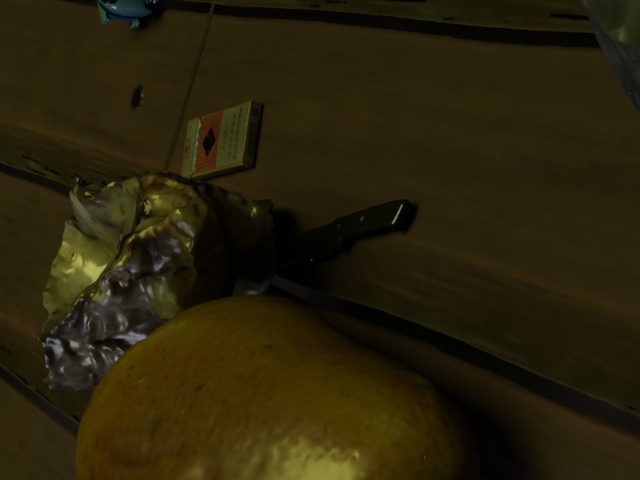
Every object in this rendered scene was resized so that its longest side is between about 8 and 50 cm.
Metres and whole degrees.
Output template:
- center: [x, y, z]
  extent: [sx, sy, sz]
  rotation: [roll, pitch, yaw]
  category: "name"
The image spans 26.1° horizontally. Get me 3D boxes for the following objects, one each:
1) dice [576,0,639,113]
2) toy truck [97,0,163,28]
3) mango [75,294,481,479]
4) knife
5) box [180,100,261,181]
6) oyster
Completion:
- center: [0.195, -0.110, 0.415]
  extent: [0.182, 0.183, 0.181]
  rotation: [-30, 52, 47]
  category: "dice"
- center: [-0.160, -0.207, 1.110]
  extent: [0.090, 0.056, 0.073]
  rotation: [160, 114, -66]
  category: "toy truck"
- center: [-0.025, 0.114, 0.707]
  extent: [0.262, 0.130, 0.167]
  rotation: [11, 78, 51]
  category: "mango"
- center: [0.000, 0.000, 0.821]
  extent: [0.170, 0.010, 0.023]
  rotation: [-17, 57, 55]
  category: "knife"
- center: [-0.070, -0.067, 0.949]
  extent: [0.083, 0.012, 0.046]
  rotation: [-9, 71, 53]
  category: "box"
- center: [-0.114, 0.022, 0.890]
  extent: [0.341, 0.110, 0.166]
  rotation: [-30, 40, 55]
  category: "oyster"
